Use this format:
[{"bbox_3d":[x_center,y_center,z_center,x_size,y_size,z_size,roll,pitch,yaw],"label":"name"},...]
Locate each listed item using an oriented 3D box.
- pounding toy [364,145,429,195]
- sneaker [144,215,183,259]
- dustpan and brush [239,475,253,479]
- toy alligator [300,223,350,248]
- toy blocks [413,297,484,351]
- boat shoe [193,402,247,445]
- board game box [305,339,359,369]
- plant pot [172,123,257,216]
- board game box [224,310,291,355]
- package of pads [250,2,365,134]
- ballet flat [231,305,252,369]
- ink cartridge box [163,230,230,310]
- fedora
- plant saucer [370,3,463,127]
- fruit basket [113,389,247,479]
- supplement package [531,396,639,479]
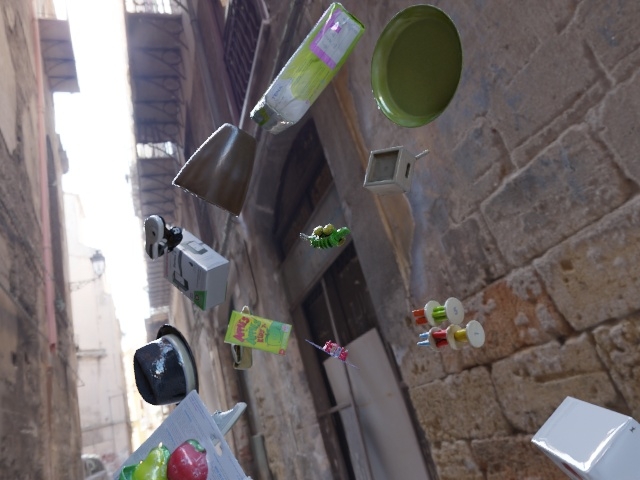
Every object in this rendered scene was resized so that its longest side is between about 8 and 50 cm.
[{"bbox_3d":[0.214,-0.202,1.320,0.130,0.141,0.100,0,-18,45],"label":"pounding toy"},{"bbox_3d":[-0.511,-0.031,1.558,0.121,0.079,0.217,-33,-15,-38],"label":"sneaker"},{"bbox_3d":[-0.025,0.371,0.500,0.147,0.211,0.060,-56,-12,-55],"label":"dustpan and brush"},{"bbox_3d":[0.000,0.000,1.188,0.190,0.051,0.056,-9,-47,50],"label":"toy alligator"},{"bbox_3d":[0.238,0.177,0.963,0.148,0.123,0.054,-25,24,51],"label":"toy blocks"},{"bbox_3d":[-0.345,0.620,1.584,0.227,0.081,0.079,-48,-9,1],"label":"boat shoe"},{"bbox_3d":[0.041,0.302,1.302,0.169,0.033,0.133,19,-14,46],"label":"board game box"},{"bbox_3d":[-0.287,-0.219,1.402,0.230,0.215,0.215,-63,-26,-3],"label":"plant pot"},{"bbox_3d":[-0.186,0.278,1.406,0.181,0.092,0.043,15,-17,-8],"label":"board game box"},{"bbox_3d":[-0.036,-0.401,1.135,0.296,0.101,0.229,-55,16,-5],"label":"package of pads"},{"bbox_3d":[-0.284,0.355,1.700,0.073,0.232,0.080,-3,3,-34],"label":"ballet flat"},{"bbox_3d":[-0.522,0.123,1.958,0.122,0.289,0.211,-24,-45,-45],"label":"ink cartridge box"},{"bbox_3d":[-0.570,0.470,1.685,0.153,0.334,0.334,-8,-21,-42],"label":"fedora"},{"bbox_3d":[0.204,-0.359,0.985,0.037,0.240,0.241,-12,-19,-38],"label":"plant saucer"},{"bbox_3d":[-0.357,0.628,1.209,0.353,0.327,0.165,-44,-29,1],"label":"fruit basket"},{"bbox_3d":[0.721,0.548,1.208,0.175,0.177,0.293,-46,-7,-7],"label":"supplement package"}]
